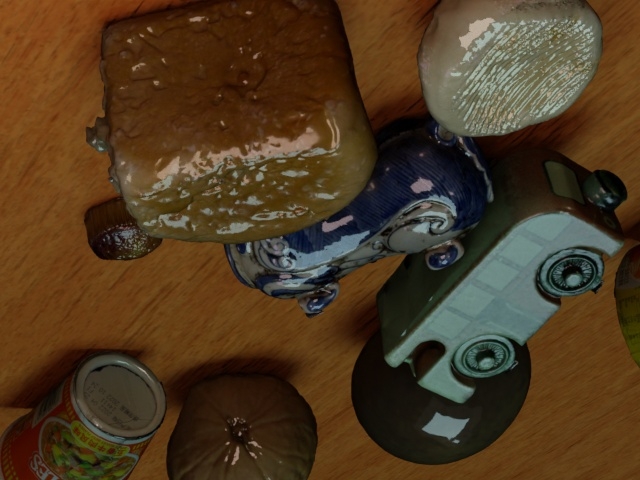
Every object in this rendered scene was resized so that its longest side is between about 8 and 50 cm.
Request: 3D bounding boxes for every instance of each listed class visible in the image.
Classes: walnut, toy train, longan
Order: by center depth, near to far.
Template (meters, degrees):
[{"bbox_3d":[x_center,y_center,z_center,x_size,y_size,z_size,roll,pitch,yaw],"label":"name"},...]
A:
[{"bbox_3d":[0.193,0.031,1.794,0.159,0.129,0.326,25,125,-26],"label":"toy train"},{"bbox_3d":[0.152,0.187,2.174,0.246,0.215,0.246,-4,-176,0],"label":"longan"},{"bbox_3d":[-0.107,0.289,2.274,0.228,0.228,0.228,-10,156,-5],"label":"walnut"}]

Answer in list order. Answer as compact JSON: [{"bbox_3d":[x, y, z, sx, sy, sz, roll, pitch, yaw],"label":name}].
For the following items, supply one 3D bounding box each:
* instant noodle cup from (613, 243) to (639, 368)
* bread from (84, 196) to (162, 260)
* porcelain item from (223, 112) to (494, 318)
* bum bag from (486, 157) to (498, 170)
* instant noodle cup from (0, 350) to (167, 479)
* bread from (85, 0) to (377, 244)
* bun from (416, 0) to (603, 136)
[{"bbox_3d":[0.508,0.075,2.054,0.264,0.264,0.200,11,155,-42],"label":"instant noodle cup"},{"bbox_3d":[-0.209,-0.006,1.754,0.085,0.053,0.085,-10,156,-4],"label":"bread"},{"bbox_3d":[0.028,-0.048,1.692,0.288,0.138,0.186,-21,123,12],"label":"porcelain item"},{"bbox_3d":[0.172,-0.029,1.865,0.102,0.069,0.248,-3,156,18],"label":"bum bag"},{"bbox_3d":[-0.299,0.251,2.156,0.193,0.193,0.212,4,144,-32],"label":"instant noodle cup"},{"bbox_3d":[-0.080,-0.100,1.437,0.246,0.195,0.176,-12,150,3],"label":"bread"},{"bbox_3d":[0.165,-0.179,1.489,0.183,0.102,0.183,-13,146,-9],"label":"bun"}]
